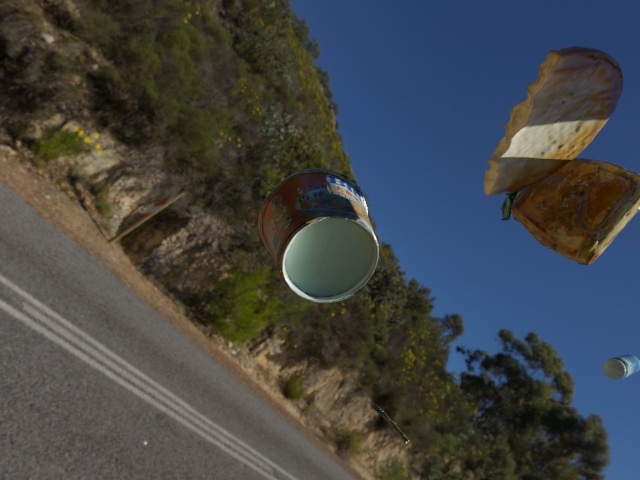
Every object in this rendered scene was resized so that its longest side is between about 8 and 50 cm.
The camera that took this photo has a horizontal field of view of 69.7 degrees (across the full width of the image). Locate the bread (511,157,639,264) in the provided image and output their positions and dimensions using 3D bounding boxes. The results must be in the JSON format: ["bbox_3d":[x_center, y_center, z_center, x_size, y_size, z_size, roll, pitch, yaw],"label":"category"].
[{"bbox_3d":[0.531,-0.081,0.975,0.099,0.210,0.235,32,11,-30],"label":"bread"}]

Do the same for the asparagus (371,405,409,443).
[{"bbox_3d":[0.166,0.434,1.093,0.114,0.015,0.014,43,-55,29],"label":"asparagus"}]

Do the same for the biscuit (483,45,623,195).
[{"bbox_3d":[0.419,-0.207,0.822,0.308,0.205,0.040,96,-21,-52],"label":"biscuit"}]

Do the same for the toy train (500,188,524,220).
[{"bbox_3d":[0.604,-0.153,1.314,0.120,0.202,0.301,9,2,10],"label":"toy train"}]

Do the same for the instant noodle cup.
[{"bbox_3d":[0.000,0.000,1.096,0.296,0.297,0.214,59,5,-29],"label":"instant noodle cup"}]

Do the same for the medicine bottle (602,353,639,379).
[{"bbox_3d":[0.741,0.310,1.130,0.191,0.051,0.051,11,27,-47],"label":"medicine bottle"}]
